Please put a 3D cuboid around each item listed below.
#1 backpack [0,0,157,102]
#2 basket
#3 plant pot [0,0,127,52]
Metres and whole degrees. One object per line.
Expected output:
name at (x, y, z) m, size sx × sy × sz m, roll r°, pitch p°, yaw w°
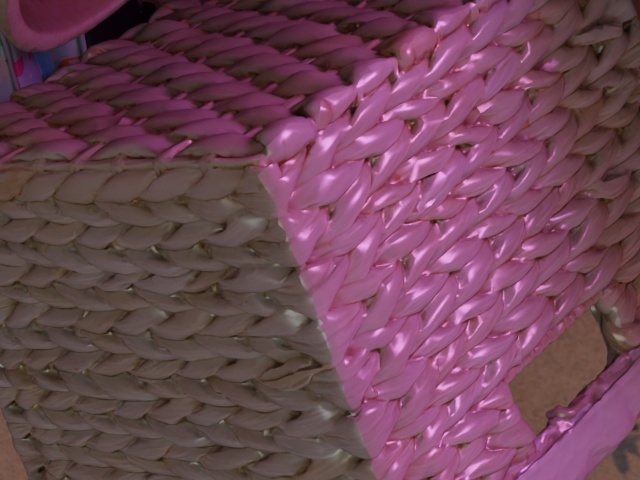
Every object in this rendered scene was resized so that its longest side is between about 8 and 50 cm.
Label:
backpack at (-0.256, -0.145, 1.171) m, size 0.254 × 0.191 × 0.225 m, roll 5°, pitch 124°, yaw 20°
basket at (0.000, 0.000, 1.052) m, size 0.331 × 0.328 × 0.266 m, roll 0°, pitch 119°, yaw 46°
plant pot at (-0.168, -0.318, 0.934) m, size 0.305 × 0.334 × 0.334 m, roll 38°, pitch 125°, yaw 4°
